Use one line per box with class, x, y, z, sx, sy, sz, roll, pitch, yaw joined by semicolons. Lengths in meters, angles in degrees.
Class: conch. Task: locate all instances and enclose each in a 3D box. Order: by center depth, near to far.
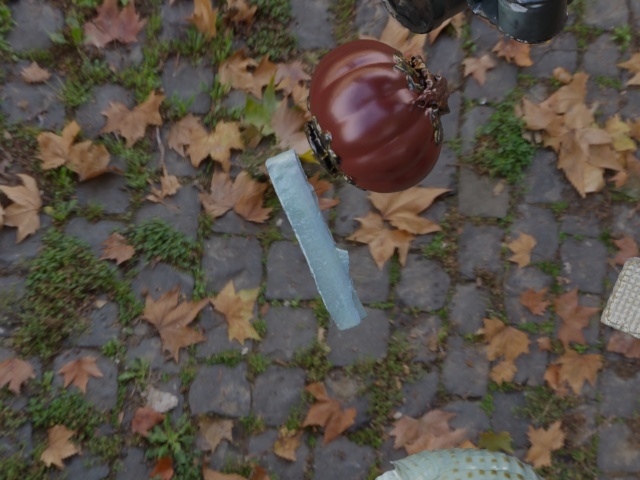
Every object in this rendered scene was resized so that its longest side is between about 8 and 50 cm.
conch;0.252;0.415;1.048;0.215;0.303;0.319;-38;82;16

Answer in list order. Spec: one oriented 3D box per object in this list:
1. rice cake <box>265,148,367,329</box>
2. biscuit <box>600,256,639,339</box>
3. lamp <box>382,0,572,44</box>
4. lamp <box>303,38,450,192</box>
rice cake;0.000;0.000;0.695;0.042;0.030;0.180;-22;99;9
biscuit;0.510;0.111;0.987;0.239;0.062;0.108;25;96;30
lamp;0.152;-0.367;0.777;0.374;0.205;0.272;37;74;29
lamp;0.085;-0.177;1.044;0.227;0.227;0.227;0;92;-9
